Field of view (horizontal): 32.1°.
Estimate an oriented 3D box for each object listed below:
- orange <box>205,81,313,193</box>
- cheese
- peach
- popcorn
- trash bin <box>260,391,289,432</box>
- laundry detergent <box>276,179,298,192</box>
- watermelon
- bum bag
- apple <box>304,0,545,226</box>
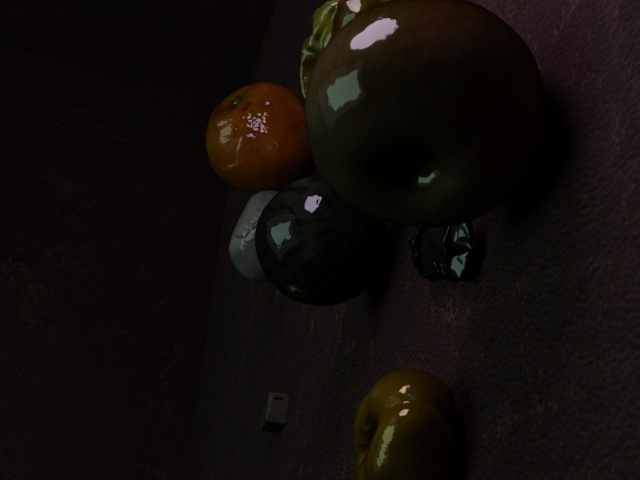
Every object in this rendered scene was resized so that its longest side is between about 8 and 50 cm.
[{"bbox_3d":[-0.135,-0.231,2.530,0.261,0.261,0.261,-168,90,-79],"label":"orange"},{"bbox_3d":[-0.115,-0.003,2.437,0.189,0.154,0.198,-55,13,12],"label":"cheese"},{"bbox_3d":[0.096,0.229,1.262,0.179,0.103,0.179,-172,90,-81],"label":"peach"},{"bbox_3d":[0.070,-0.232,1.555,0.251,0.206,0.237,-43,-58,-47],"label":"popcorn"},{"bbox_3d":[-0.094,0.351,2.255,0.092,0.043,0.061,117,162,-64],"label":"trash bin"},{"bbox_3d":[-0.088,-0.099,2.662,0.211,0.063,0.137,-121,46,-77],"label":"laundry detergent"},{"bbox_3d":[0.000,0.000,1.723,0.212,0.212,0.212,-168,90,-79],"label":"watermelon"},{"bbox_3d":[0.149,0.007,1.373,0.198,0.049,0.087,176,101,-78],"label":"bum bag"},{"bbox_3d":[0.114,-0.146,1.186,0.257,0.257,0.234,116,175,-52],"label":"apple"}]
